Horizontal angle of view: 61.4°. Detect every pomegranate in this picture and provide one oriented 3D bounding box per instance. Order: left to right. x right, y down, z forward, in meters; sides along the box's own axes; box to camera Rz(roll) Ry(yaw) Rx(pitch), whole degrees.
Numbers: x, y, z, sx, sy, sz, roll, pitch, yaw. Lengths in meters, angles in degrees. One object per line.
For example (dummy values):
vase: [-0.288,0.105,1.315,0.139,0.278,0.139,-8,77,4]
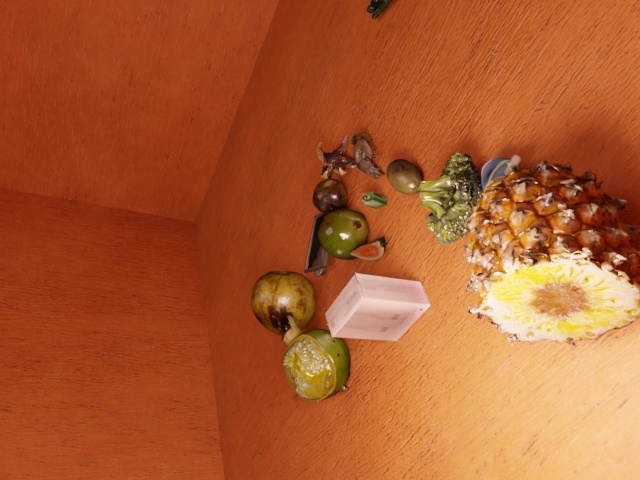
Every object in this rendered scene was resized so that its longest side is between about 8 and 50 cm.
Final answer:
pomegranate: [-0.030,0.419,1.946,0.341,0.260,0.260,54,133,24]
pomegranate: [0.064,-0.038,2.043,0.241,0.159,0.190,-126,52,-61]

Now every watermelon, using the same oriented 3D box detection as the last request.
watermelon: [0.186,0.035,1.881,0.163,0.086,0.069,-27,88,59]

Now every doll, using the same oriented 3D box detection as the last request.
doll: [0.440,-0.131,1.314,0.135,0.099,0.241,-24,22,26]

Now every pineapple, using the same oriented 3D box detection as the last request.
pineapple: [0.155,-0.392,2.117,0.124,0.058,0.058,-160,81,-77]
pineapple: [0.453,0.016,1.070,0.352,0.352,0.300,-44,31,49]

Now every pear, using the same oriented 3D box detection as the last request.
pear: [-0.154,0.259,2.239,0.283,0.283,0.284,-31,54,56]

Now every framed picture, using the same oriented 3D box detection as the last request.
framed picture: [-0.001,0.000,2.271,0.192,0.018,0.266,-25,51,60]

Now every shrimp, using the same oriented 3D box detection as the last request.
shrimp: [0.178,-0.301,2.001,0.223,0.047,0.126,-131,33,-50]

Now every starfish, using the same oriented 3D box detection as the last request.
starfish: [0.060,-0.335,2.196,0.238,0.216,0.071,36,154,36]

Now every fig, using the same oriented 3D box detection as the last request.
fig: [0.044,-0.224,2.192,0.149,0.149,0.245,-48,30,46]

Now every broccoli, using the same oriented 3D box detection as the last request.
broccoli: [0.359,-0.114,1.467,0.198,0.176,0.227,-111,1,-83]

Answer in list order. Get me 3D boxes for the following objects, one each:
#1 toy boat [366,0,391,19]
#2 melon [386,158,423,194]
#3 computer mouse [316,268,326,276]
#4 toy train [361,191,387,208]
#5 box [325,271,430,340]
toy boat: [0.254,-0.958,2.104,0.210,0.052,0.104,-34,49,56]
melon: [0.275,-0.205,1.753,0.099,0.099,0.162,-66,33,25]
computer mouse: [0.005,0.103,2.245,0.056,0.032,0.110,-47,34,42]
toy train: [0.191,-0.142,1.904,0.056,0.093,0.038,-12,68,47]
box: [0.171,0.207,1.643,0.203,0.251,0.106,-57,37,37]
